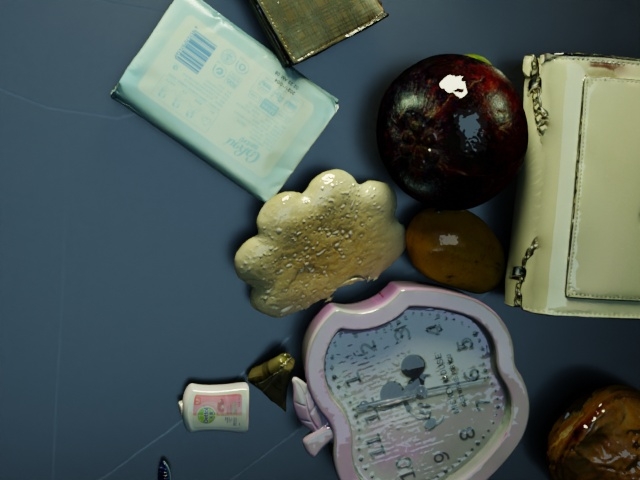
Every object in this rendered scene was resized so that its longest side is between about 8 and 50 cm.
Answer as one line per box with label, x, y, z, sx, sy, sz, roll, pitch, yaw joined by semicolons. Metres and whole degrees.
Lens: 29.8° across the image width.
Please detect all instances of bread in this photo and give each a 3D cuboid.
bread;0.000;0.000;1.658;0.251;0.039;0.181;-25;124;-11

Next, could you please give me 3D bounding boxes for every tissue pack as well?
tissue pack;-0.129;-0.194;1.631;0.263;0.089;0.177;35;92;-13

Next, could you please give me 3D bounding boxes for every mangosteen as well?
mangosteen;0.185;-0.147;1.635;0.216;0.216;0.216;-1;96;-8

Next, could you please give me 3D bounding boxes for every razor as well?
razor;-0.230;0.389;1.711;0.028;0.044;0.154;9;93;-39

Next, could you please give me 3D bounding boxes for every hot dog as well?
hot dog;0.458;0.333;1.759;0.272;0.122;0.196;38;92;-15

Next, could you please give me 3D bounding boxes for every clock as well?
clock;0.121;0.220;1.706;0.339;0.102;0.338;-1;96;-7

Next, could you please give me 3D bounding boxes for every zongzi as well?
zongzi;-0.051;0.203;1.697;0.076;0.040;0.083;-30;106;36

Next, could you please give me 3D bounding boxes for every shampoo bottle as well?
shampoo bottle;-0.151;0.236;1.695;0.099;0.043;0.072;1;96;-9

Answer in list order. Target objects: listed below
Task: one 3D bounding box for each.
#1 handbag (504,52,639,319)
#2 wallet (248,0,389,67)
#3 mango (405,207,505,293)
handbag;0.385;-0.074;1.680;0.237;0.160;0.358;3;95;-18
wallet;-0.053;-0.401;1.608;0.169;0.044;0.317;-31;92;-18
mango;0.196;0.014;1.696;0.165;0.089;0.115;24;122;-14
